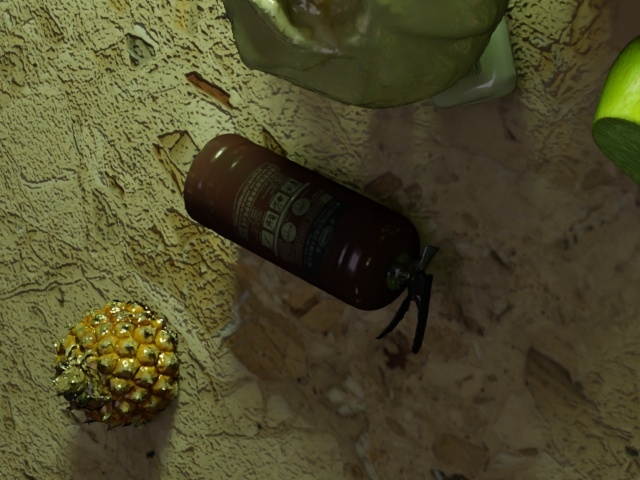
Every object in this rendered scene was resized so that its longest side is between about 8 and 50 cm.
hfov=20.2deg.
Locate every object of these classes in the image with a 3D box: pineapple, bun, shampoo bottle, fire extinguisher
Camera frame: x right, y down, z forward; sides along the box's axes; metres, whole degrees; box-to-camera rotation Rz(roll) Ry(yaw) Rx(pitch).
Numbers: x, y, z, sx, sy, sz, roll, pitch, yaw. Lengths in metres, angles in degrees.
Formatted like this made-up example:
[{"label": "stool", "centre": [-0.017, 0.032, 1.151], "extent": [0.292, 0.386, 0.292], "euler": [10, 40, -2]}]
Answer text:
[{"label": "pineapple", "centre": [-0.278, 0.162, 2.224], "extent": [0.176, 0.137, 0.161], "euler": [18, 111, 37]}, {"label": "bun", "centre": [0.014, -0.287, 1.724], "extent": [0.365, 0.219, 0.365], "euler": [23, 126, 35]}, {"label": "shampoo bottle", "centre": [0.136, -0.249, 1.831], "extent": [0.108, 0.051, 0.220], "euler": [-11, 91, 46]}, {"label": "fire extinguisher", "centre": [0.000, 0.000, 1.957], "extent": [0.337, 0.114, 0.135], "euler": [26, 95, 35]}]

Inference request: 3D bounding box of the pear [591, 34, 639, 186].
[{"label": "pear", "centre": [0.363, -0.098, 1.573], "extent": [0.292, 0.292, 0.159], "euler": [33, 84, 32]}]
